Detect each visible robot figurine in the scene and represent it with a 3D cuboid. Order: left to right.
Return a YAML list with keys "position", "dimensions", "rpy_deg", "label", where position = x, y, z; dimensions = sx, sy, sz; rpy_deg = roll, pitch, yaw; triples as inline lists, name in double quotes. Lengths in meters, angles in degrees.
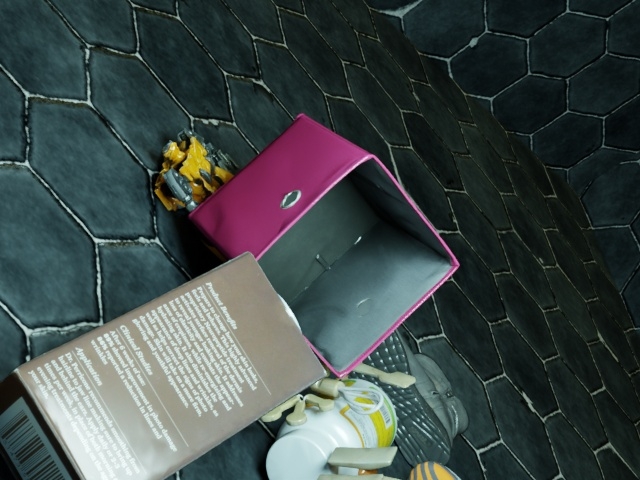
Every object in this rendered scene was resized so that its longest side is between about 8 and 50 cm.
- position: [-0.166, -0.050, 1.934]
  dimensions: [0.291, 0.085, 0.211]
  rpy_deg: [46, 25, -22]
  label: "robot figurine"

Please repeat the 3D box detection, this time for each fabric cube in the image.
- position: [0.000, 0.000, 1.775]
  dimensions: [0.259, 0.254, 0.258]
  rpy_deg: [50, -6, -31]
  label: "fabric cube"

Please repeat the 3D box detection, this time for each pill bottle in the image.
- position: [0.014, 0.304, 1.754]
  dimensions: [0.136, 0.136, 0.246]
  rpy_deg: [58, 24, 4]
  label: "pill bottle"

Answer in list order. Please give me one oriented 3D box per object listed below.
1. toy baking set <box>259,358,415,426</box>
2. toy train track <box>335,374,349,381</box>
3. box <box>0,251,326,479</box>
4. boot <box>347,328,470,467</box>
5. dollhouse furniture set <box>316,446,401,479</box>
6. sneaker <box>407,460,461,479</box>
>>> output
- position: [0.004, 0.224, 1.728]
  dimensions: [0.197, 0.256, 0.030]
  rpy_deg: [-130, -150, -68]
  label: "toy baking set"
- position: [0.034, 0.250, 2.013]
  dimensions: [0.048, 0.014, 0.083]
  rpy_deg: [51, 29, -27]
  label: "toy train track"
- position: [-0.192, 0.177, 1.389]
  dimensions: [0.381, 0.143, 0.191]
  rpy_deg: [-27, 82, -44]
  label: "box"
- position: [0.153, 0.245, 2.144]
  dimensions: [0.338, 0.118, 0.223]
  rpy_deg: [65, 20, -5]
  label: "boot"
- position: [0.029, 0.444, 1.566]
  dimensions: [0.259, 0.135, 0.262]
  rpy_deg: [-50, 134, -62]
  label: "dollhouse furniture set"
- position: [0.169, 0.475, 1.838]
  dimensions: [0.180, 0.124, 0.321]
  rpy_deg: [35, 31, -41]
  label: "sneaker"
